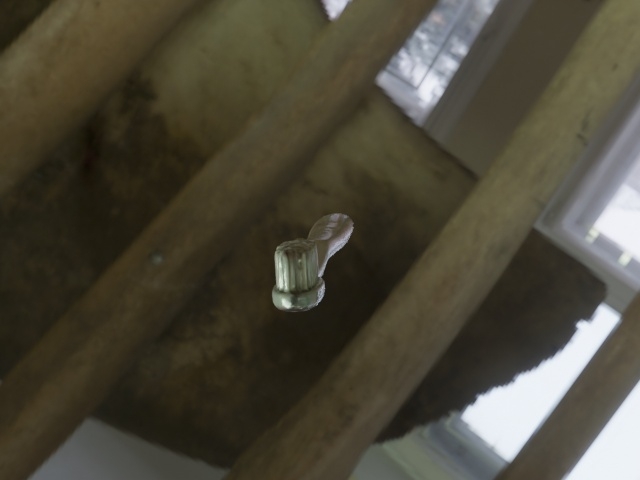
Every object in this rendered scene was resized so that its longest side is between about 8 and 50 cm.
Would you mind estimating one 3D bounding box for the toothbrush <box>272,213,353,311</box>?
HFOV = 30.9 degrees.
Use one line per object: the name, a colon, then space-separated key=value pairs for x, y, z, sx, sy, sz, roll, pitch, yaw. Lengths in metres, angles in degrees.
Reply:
toothbrush: x=0.000 y=0.000 z=0.671 sx=0.025 sy=0.029 sz=0.307 roll=-2 pitch=-173 yaw=5
